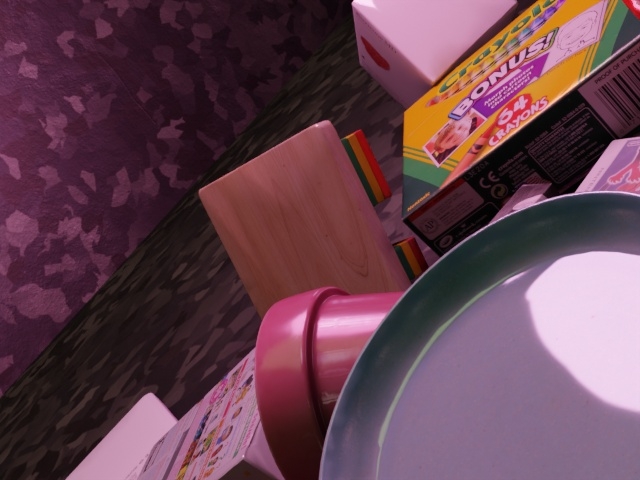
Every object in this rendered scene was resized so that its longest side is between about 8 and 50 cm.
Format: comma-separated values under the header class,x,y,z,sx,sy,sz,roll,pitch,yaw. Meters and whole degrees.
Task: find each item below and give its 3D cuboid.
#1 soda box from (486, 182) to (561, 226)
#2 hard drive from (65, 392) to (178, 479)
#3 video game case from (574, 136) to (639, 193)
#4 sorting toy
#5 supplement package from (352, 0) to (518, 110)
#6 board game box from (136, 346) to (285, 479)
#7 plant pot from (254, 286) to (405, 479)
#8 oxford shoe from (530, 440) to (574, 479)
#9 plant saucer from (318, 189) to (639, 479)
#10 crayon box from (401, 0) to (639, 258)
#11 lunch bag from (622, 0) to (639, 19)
class,x,y,z,sx,sy,sz,roll,pitch,yaw
soda box,0.198,0.015,1.013,0.169,0.053,0.060,-48,17,-13
hard drive,-0.276,0.334,1.353,0.203,0.040,0.307,-47,17,-12
video game case,0.311,-0.037,0.913,0.183,0.023,0.201,-51,20,-17
sorting toy,0.000,0.000,1.196,0.089,0.257,0.255,-30,5,-43
supplement package,0.173,-0.323,1.493,0.175,0.177,0.293,-43,-9,-2
board game box,-0.102,0.244,1.004,0.303,0.097,0.224,-45,14,34
plant pot,0.067,0.126,0.840,0.180,0.201,0.201,-18,26,23
oxford shoe,0.204,0.121,0.651,0.130,0.123,0.348,-9,48,58
plant saucer,0.128,0.106,0.609,0.317,0.043,0.318,-35,31,25
crayon box,0.266,-0.177,1.185,0.363,0.106,0.313,-38,22,24
lunch bag,0.409,-0.277,0.894,0.258,0.120,0.293,-16,57,31
